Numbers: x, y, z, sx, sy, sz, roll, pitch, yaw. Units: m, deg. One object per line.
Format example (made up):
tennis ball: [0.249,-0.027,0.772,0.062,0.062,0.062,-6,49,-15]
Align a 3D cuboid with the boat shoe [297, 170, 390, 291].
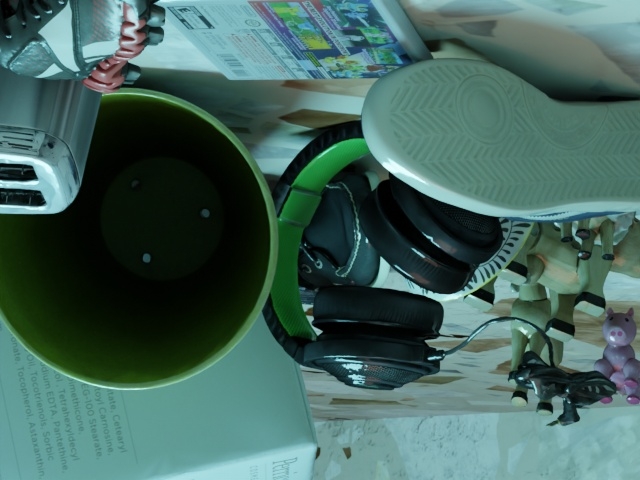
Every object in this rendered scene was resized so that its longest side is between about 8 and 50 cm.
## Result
boat shoe: [-0.001,-0.004,1.956,0.113,0.127,0.340,-6,179,-10]

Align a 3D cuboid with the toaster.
toaster: [-0.268,-0.109,1.441,0.227,0.146,0.129,4,152,3]

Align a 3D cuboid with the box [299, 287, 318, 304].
box: [-0.038,0.040,2.342,0.232,0.059,0.183,4,169,3]

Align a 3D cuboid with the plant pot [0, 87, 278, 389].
plant pot: [-0.169,-0.010,1.745,0.274,0.275,0.293,4,-176,2]

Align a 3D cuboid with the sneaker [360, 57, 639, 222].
sneaker: [0.153,-0.071,1.536,0.350,0.131,0.148,9,167,-36]

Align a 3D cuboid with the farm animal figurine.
farm animal figurine: [0.276,0.032,1.934,0.326,0.172,0.330,33,141,-29]

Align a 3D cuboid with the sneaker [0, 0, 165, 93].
sneaker: [-0.183,-0.174,1.267,0.135,0.098,0.276,5,170,-14]

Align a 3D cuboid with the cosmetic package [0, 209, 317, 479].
cosmetic package: [-0.231,0.160,2.027,0.393,0.327,0.329,-13,162,-6]

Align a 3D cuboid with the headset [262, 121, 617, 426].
headset: [0.098,0.044,1.673,0.185,0.243,0.394,15,-165,-42]

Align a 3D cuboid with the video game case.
video game case: [-0.018,-0.170,1.420,0.183,0.023,0.201,1,167,16]

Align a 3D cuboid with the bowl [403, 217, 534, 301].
bowl: [0.127,-0.030,1.776,0.170,0.170,0.080,-8,140,46]
